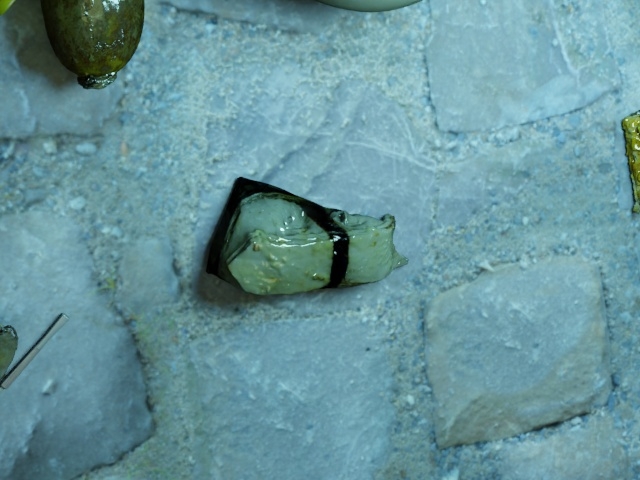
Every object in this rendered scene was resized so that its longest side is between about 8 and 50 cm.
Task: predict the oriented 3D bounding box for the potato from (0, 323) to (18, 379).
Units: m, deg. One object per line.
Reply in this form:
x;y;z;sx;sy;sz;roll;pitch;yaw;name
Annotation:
-0.496;0.171;1.567;0.261;0.100;0.120;-33;149;-22;potato

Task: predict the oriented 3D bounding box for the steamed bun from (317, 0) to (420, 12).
0.056;-0.427;1.513;0.324;0.206;0.324;-4;106;-15;steamed bun

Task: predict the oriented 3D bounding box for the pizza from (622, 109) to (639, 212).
0.474;-0.133;1.797;0.178;0.041;0.131;-44;109;-3;pizza

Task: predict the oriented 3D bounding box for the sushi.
0.005;0.019;1.655;0.273;0.109;0.134;13;99;-20;sushi

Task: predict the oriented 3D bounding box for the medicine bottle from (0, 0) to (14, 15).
-0.412;-0.355;1.434;0.212;0.122;0.122;36;91;-21;medicine bottle

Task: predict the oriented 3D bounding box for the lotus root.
-0.264;-0.280;1.504;0.120;0.120;0.209;-7;105;-15;lotus root

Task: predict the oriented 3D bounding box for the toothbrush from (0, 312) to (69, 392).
-0.384;0.165;1.623;0.194;0.014;0.017;-46;110;-2;toothbrush
